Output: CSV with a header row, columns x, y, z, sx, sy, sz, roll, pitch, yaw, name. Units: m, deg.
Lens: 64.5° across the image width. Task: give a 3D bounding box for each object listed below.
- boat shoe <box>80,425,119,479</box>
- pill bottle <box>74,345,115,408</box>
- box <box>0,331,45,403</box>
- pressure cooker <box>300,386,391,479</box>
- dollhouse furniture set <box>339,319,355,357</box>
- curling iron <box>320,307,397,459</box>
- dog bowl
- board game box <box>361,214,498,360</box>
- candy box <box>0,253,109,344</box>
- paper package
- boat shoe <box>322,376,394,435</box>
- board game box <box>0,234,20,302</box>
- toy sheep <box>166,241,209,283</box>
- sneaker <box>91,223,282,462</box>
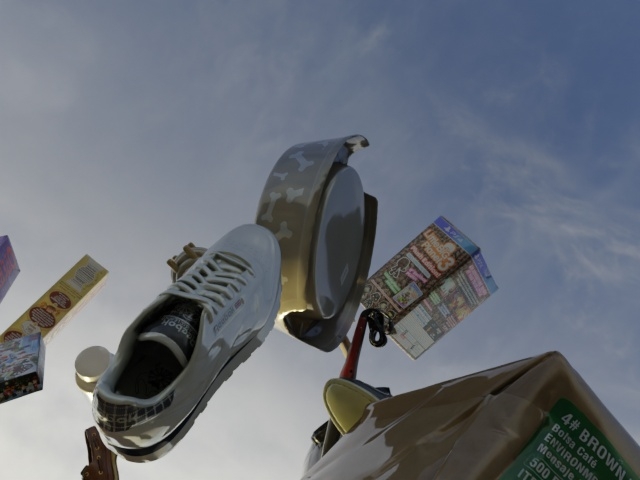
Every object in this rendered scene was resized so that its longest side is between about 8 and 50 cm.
x,y,z,sx,sy,sz,roll,pitch,yaw,name
-0.386,0.409,0.881,0.060,0.178,0.064,11,-43,-32,boat shoe
-0.606,0.386,1.409,0.124,0.124,0.221,8,-40,-1,pill bottle
-0.653,0.267,1.030,0.159,0.233,0.044,-16,-74,-24,box
0.132,0.491,0.891,0.376,0.420,0.370,27,-72,-7,pressure cooker
0.091,0.250,1.364,0.081,0.091,0.114,-38,-108,36,dollhouse furniture set
0.057,0.228,0.833,0.068,0.274,0.035,11,-31,28,curling iron
0.000,0.000,0.825,0.102,0.349,0.348,10,-67,20,dog bowl
0.267,0.125,1.266,0.291,0.141,0.232,-41,-41,2,board game box
-0.742,0.198,1.420,0.087,0.316,0.183,41,-31,-7,candy box
0.146,0.285,0.388,0.325,0.168,0.309,52,-33,6,paper package
0.105,0.256,0.678,0.228,0.069,0.081,33,-66,25,boat shoe
-0.345,0.079,0.329,0.208,0.347,0.056,-17,-70,-15,board game box
-0.192,0.049,0.791,0.091,0.132,0.091,-1,-83,-5,toy sheep
-0.093,0.059,0.416,0.090,0.235,0.095,19,-41,9,sneaker
